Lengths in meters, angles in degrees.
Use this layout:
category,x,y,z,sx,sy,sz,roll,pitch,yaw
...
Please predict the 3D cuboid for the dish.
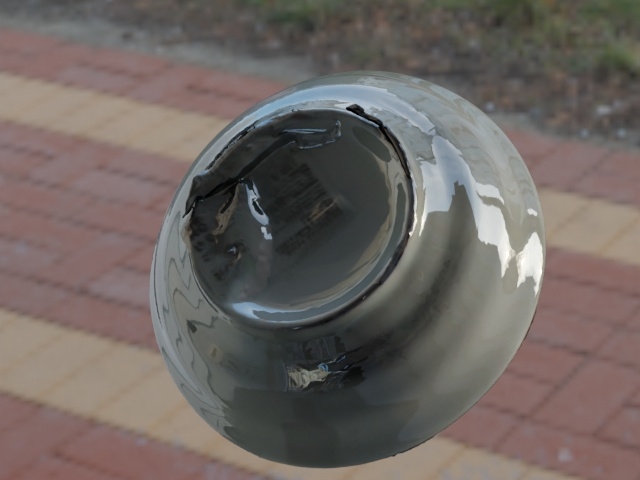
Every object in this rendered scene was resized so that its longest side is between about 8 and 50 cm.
category,x,y,z,sx,sy,sz,roll,pitch,yaw
dish,0.000,0.000,1.332,0.316,0.106,0.316,-8,66,19
